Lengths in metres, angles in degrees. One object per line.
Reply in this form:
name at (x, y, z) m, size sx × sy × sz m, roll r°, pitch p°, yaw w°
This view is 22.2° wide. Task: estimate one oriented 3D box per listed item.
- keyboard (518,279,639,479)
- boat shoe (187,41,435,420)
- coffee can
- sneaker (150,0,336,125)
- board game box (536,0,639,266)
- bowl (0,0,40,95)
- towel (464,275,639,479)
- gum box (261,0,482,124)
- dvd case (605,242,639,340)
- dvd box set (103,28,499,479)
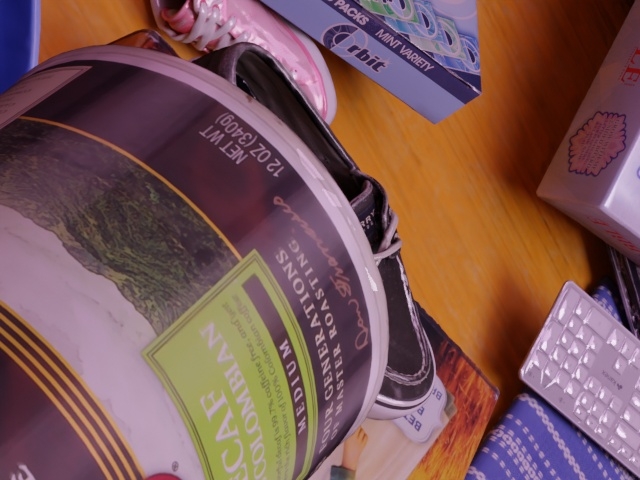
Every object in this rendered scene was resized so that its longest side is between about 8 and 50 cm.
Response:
keyboard at (0.224, 0.125, 1.056) m, size 0.256 × 0.014 × 0.072 m, roll 39°, pitch 75°, yaw -27°
boat shoe at (0.000, 0.000, 0.815) m, size 0.219 × 0.070 × 0.078 m, roll 54°, pitch 49°, yaw -17°
coffee can at (-0.127, 0.076, 0.572) m, size 0.201 × 0.201 × 0.275 m, roll 59°, pitch 42°, yaw -13°
sneaker at (-0.049, -0.109, 0.896) m, size 0.070 × 0.051 × 0.134 m, roll -33°, pitch 94°, yaw -47°
board game box at (0.333, -0.093, 1.101) m, size 0.319 × 0.066 × 0.318 m, roll 31°, pitch 83°, yaw -34°
bowl at (-0.263, -0.102, 0.605) m, size 0.391 × 0.077 × 0.391 m, roll -7°, pitch 98°, yaw -57°
towel at (0.169, 0.210, 1.028) m, size 0.243 × 0.040 × 0.336 m, roll 56°, pitch 47°, yaw -14°
gum box at (0.026, -0.180, 0.958) m, size 0.157 × 0.041 × 0.184 m, roll 32°, pitch 41°, yaw -33°
dvd case at (0.276, 0.025, 1.164) m, size 0.221 × 0.018 × 0.164 m, roll -6°, pitch 78°, yaw -48°
dvd box set at (-0.090, 0.145, 0.782) m, size 0.307 × 0.062 × 0.420 m, roll 46°, pitch 52°, yaw -23°
